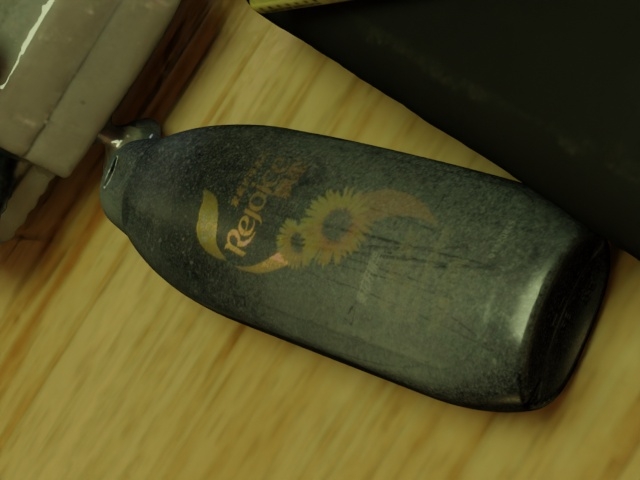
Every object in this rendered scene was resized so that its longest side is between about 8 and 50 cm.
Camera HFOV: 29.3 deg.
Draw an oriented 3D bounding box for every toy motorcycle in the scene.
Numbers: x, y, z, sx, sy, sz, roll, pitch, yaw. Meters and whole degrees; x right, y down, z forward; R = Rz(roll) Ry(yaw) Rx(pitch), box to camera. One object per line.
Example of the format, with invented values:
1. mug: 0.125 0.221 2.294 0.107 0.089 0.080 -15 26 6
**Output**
1. toy motorcycle: -0.137 -0.115 0.623 0.260 0.110 0.171 -56 34 9

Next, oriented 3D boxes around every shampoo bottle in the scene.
1. shampoo bottle: 0.000 0.000 0.499 0.234 0.049 0.087 18 78 39

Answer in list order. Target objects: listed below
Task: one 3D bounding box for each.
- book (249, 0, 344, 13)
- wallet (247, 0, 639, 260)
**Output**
1. book: 0.066 -0.167 0.464 0.192 0.013 0.168 3 66 44
2. wallet: 0.141 -0.105 0.414 0.228 0.062 0.406 -52 42 4
